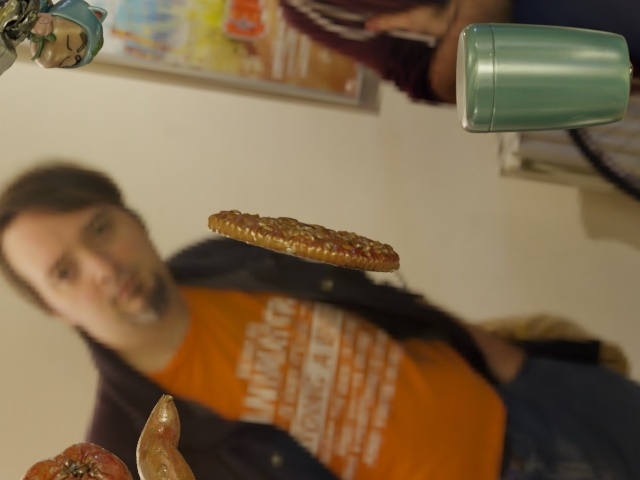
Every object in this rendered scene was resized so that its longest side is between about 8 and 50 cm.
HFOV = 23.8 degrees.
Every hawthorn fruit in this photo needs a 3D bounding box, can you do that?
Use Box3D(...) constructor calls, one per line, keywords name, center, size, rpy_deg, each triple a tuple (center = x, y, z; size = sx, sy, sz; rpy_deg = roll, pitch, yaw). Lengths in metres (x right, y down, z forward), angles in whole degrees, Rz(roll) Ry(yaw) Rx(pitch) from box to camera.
Box3D(name="hawthorn fruit", center=(-0.306, 0.405, 1.987), size=(0.165, 0.165, 0.285), rpy_deg=(-103, 5, -64))

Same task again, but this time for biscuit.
Box3D(name="biscuit", center=(0.003, 0.002, 1.385), size=(0.126, 0.206, 0.025), rpy_deg=(19, 97, 41))

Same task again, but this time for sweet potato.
Box3D(name="sweet potato", center=(-0.147, 0.250, 1.475), size=(0.055, 0.058, 0.202), rpy_deg=(121, 148, -55))

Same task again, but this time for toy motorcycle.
Box3D(name="toy motorcycle", center=(-0.448, -0.242, 1.936), size=(0.225, 0.073, 0.152), rpy_deg=(-50, 41, 3))

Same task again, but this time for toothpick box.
Box3D(name="toothpick box", center=(0.243, -0.176, 1.653), size=(0.120, 0.184, 0.120), rpy_deg=(180, 90, -89))

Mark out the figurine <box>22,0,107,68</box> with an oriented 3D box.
Box3D(name="figurine", center=(-0.395, -0.299, 2.125), size=(0.114, 0.178, 0.144), rpy_deg=(-61, 3, 29))
